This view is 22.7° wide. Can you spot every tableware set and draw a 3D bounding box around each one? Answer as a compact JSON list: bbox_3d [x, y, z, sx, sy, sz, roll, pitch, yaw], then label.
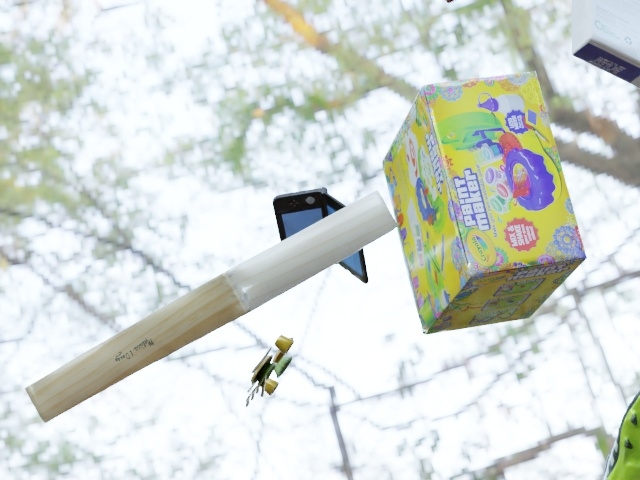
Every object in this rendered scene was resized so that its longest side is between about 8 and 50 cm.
[{"bbox_3d":[-0.059,0.168,2.115,0.104,0.024,0.154,-52,-11,-24],"label":"tableware set"}]

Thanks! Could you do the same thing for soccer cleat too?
[{"bbox_3d":[0.337,0.220,1.709,0.060,0.072,0.179,17,-75,-5],"label":"soccer cleat"}]

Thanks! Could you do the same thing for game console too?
[{"bbox_3d":[0.000,0.000,2.052,0.107,0.071,0.122,-9,-51,2],"label":"game console"}]

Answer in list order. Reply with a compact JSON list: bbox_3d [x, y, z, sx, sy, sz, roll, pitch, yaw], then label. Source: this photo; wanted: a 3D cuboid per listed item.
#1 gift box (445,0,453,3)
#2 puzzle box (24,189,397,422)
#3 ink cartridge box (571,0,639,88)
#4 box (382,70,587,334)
[{"bbox_3d":[0.098,-0.347,1.414,0.276,0.258,0.255,-3,14,13],"label":"gift box"},{"bbox_3d":[-0.130,0.079,1.825,0.409,0.052,0.272,-29,0,44],"label":"puzzle box"},{"bbox_3d":[0.406,-0.281,1.957,0.223,0.224,0.045,23,-34,-22],"label":"ink cartridge box"},{"bbox_3d":[0.228,-0.049,2.311,0.177,0.290,0.279,-8,-18,-13],"label":"box"}]
